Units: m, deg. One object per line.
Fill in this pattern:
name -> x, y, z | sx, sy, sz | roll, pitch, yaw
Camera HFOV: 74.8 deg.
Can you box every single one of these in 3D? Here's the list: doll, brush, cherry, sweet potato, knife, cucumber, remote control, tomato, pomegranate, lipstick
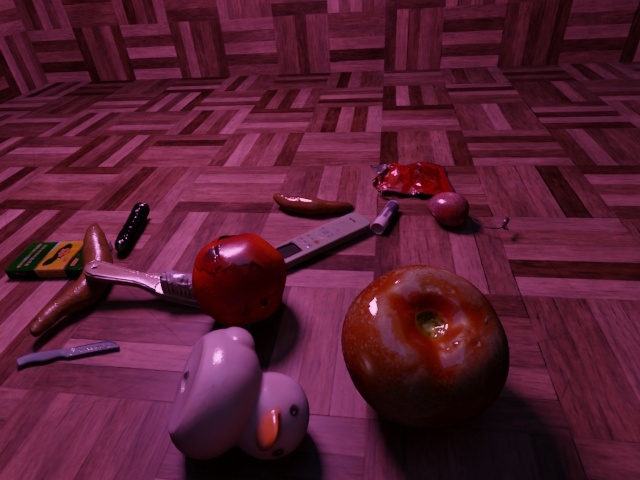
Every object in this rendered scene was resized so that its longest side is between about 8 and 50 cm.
doll -> -0.127, 0.262, 0.694 | 0.221, 0.221, 0.251 | -21, 11, -21
brush -> -0.399, 0.089, 0.988 | 0.327, 0.065, 0.070 | 12, 44, 1
cherry -> 0.407, -0.077, 1.167 | 0.226, 0.090, 0.107 | 17, 26, 15
sweet potato -> -0.028, -0.108, 1.283 | 0.255, 0.058, 0.078 | 6, 16, 8
knife -> -0.535, 0.240, 0.893 | 0.210, 0.015, 0.028 | -9, 29, -7
cucumber -> -0.561, -0.035, 1.242 | 0.052, 0.058, 0.214 | 23, 33, -20
remote control -> -0.001, -0.001, 1.145 | 0.310, 0.038, 0.090 | -24, 40, -24
tomato -> 0.170, 0.184, 0.715 | 0.270, 0.222, 0.270 | 1, 56, -1
pomegranate -> -0.174, 0.081, 0.916 | 0.210, 0.210, 0.235 | -10, 12, -7
sweet potato -> -0.582, 0.096, 1.037 | 0.108, 0.079, 0.346 | 13, 45, -9
lipstick -> 0.191, -0.070, 1.216 | 0.040, 0.040, 0.141 | 14, 39, 25

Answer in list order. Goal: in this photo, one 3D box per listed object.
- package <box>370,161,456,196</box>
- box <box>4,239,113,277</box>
package -> 0.299, -0.208, 1.375 | 0.269, 0.071, 0.194 | 1, 50, 2
box -> -0.719, 0.051, 1.160 | 0.235, 0.034, 0.132 | -2, 35, 4
